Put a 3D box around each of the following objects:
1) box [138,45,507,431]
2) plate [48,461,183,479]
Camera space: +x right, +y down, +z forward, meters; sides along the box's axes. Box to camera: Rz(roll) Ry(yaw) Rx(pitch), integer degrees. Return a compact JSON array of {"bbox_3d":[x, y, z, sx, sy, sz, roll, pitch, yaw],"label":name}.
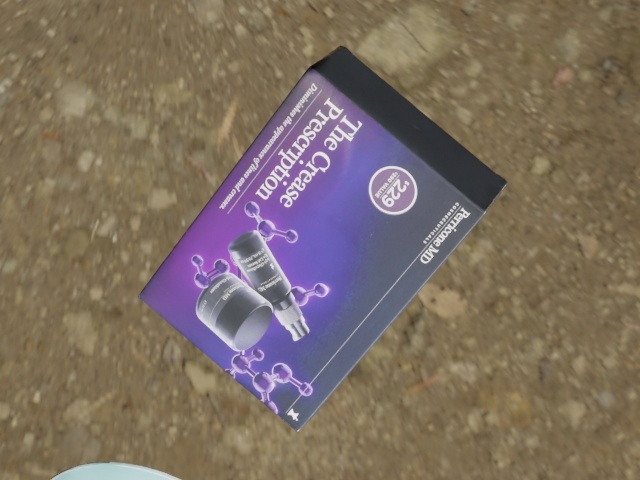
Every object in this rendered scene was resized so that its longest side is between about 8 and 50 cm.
[{"bbox_3d":[0.000,0.000,1.237,0.184,0.103,0.261,39,114,1],"label":"box"},{"bbox_3d":[-0.114,0.226,0.976,0.188,0.024,0.188,11,124,16],"label":"plate"}]
